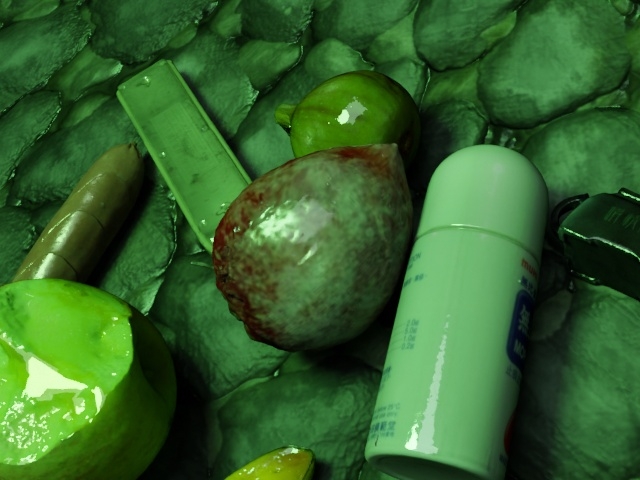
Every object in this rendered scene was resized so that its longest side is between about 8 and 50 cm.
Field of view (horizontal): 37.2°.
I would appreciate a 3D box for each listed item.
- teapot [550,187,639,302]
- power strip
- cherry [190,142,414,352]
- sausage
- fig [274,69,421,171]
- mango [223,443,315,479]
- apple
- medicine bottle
[{"bbox_3d":[0.309,-0.003,0.920,0.177,0.087,0.096,26,70,33],"label":"teapot"},{"bbox_3d":[-0.152,-0.094,1.186,0.092,0.066,0.387,-34,52,0],"label":"power strip"},{"bbox_3d":[0.000,0.000,0.972,0.192,0.175,0.249,41,101,4],"label":"cherry"},{"bbox_3d":[-0.330,0.051,1.162,0.088,0.088,0.433,16,69,30],"label":"sausage"},{"bbox_3d":[0.023,-0.134,1.081,0.186,0.148,0.142,29,117,19],"label":"fig"},{"bbox_3d":[-0.073,0.277,0.932,0.101,0.066,0.187,24,68,41],"label":"mango"},{"bbox_3d":[-0.269,0.155,0.973,0.226,0.246,0.246,-11,58,16],"label":"apple"},{"bbox_3d":[0.141,0.063,0.925,0.130,0.130,0.341,3,62,25],"label":"medicine bottle"}]
